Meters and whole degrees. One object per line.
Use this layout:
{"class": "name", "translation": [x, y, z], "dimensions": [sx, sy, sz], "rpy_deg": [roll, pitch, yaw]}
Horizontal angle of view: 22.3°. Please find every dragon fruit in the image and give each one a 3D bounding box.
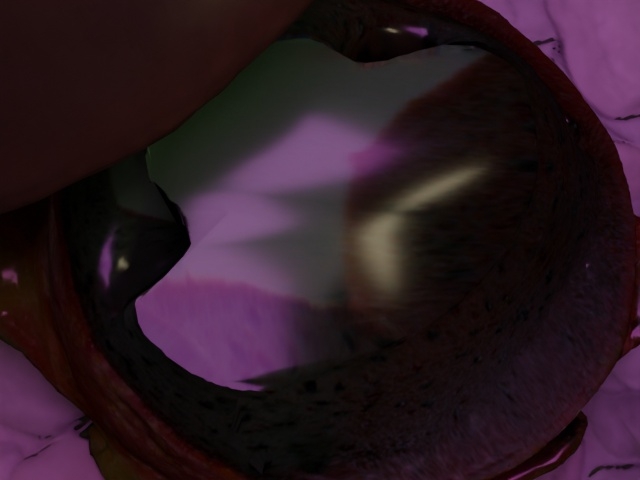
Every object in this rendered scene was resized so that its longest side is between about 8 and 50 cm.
{"class": "dragon fruit", "translation": [0.000, 0.000, 0.659], "dimensions": [0.295, 0.130, 0.268], "rpy_deg": [-8, 74, -13]}

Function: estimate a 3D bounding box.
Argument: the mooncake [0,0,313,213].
{"class": "mooncake", "translation": [-0.156, -0.132, 0.606], "dimensions": [0.326, 0.174, 0.334], "rpy_deg": [-20, 31, 7]}
